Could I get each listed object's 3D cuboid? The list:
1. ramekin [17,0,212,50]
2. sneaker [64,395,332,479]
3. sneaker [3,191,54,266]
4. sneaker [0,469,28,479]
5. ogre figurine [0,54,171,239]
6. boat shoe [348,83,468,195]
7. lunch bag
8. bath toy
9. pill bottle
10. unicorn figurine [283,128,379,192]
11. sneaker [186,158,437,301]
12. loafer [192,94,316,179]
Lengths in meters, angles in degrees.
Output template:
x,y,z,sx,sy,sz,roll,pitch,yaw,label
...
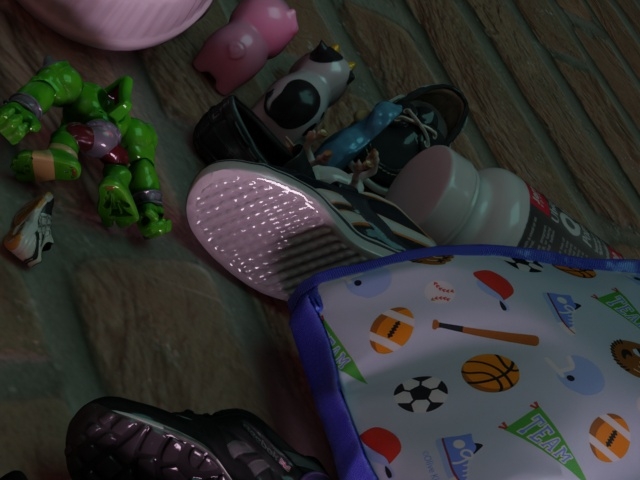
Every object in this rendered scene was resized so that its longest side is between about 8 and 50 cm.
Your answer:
x,y,z,sx,sy,sz,roll,pitch,yaw,label
-0.207,-0.346,1.306,0.272,0.127,0.273,6,77,-28,ramekin
-0.093,0.185,1.005,0.283,0.107,0.124,37,21,-34,sneaker
-0.248,-0.008,1.082,0.037,0.032,0.083,51,31,-25,sneaker
-0.107,0.243,0.886,0.302,0.108,0.121,26,40,-32,sneaker
-0.212,-0.092,1.160,0.197,0.097,0.118,22,49,-20,ogre figurine
0.120,-0.148,1.676,0.114,0.091,0.302,46,29,-3,boat shoe
0.173,0.180,1.170,0.385,0.239,0.328,8,39,-27,lunch bag
-0.066,-0.234,1.491,0.348,0.129,0.151,43,30,-9,bath toy
0.230,0.020,1.538,0.318,0.176,0.176,33,32,-26,pill bottle
0.021,-0.065,1.449,0.162,0.111,0.060,32,43,-2,unicorn figurine
0.000,0.000,1.308,0.321,0.126,0.127,29,23,-21,sneaker
-0.041,-0.070,1.378,0.223,0.078,0.076,41,30,-13,loafer
